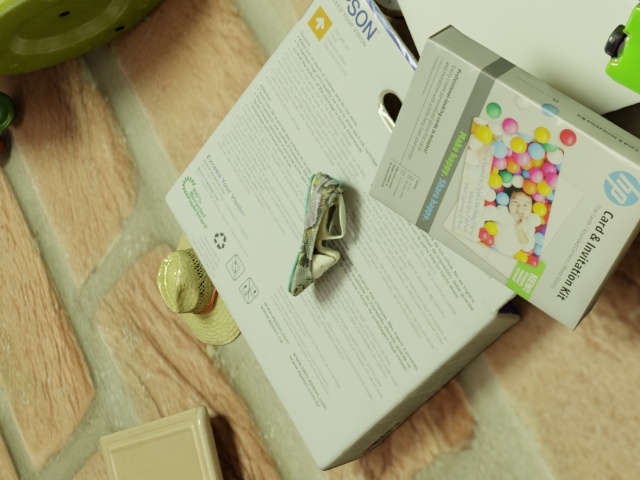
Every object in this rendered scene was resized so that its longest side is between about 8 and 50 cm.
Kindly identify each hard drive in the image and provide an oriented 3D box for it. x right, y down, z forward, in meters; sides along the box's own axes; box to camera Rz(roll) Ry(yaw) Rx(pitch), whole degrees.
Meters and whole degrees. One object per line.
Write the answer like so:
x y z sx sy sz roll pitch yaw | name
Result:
0.133 -0.231 0.835 0.203 0.040 0.308 -17 99 45 | hard drive

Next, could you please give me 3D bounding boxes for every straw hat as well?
-0.138 0.042 1.181 0.144 0.061 0.145 4 96 44 | straw hat

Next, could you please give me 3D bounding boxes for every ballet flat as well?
0.000 0.000 0.960 0.041 0.041 0.114 29 115 40 | ballet flat

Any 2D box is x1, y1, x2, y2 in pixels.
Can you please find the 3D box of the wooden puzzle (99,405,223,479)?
-0.158 0.307 1.243 0.238 0.044 0.221 -25 76 48 | wooden puzzle

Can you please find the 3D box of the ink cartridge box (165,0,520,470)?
0.028 -0.016 1.001 0.330 0.071 0.324 -47 64 35 | ink cartridge box

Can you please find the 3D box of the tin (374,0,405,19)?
0.108 -0.243 0.929 0.189 0.040 0.106 -3 87 46 | tin

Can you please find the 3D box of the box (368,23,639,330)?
0.136 -0.043 0.794 0.186 0.038 0.145 35 132 17 | box

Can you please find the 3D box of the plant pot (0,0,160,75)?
-0.332 -0.379 1.176 0.366 0.366 0.353 -30 85 42 | plant pot

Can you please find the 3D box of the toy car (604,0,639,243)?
0.216 -0.094 0.764 0.239 0.053 0.225 34 133 18 | toy car

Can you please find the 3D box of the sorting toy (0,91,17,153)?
-0.427 -0.151 1.479 0.061 0.042 0.102 40 109 18 | sorting toy
